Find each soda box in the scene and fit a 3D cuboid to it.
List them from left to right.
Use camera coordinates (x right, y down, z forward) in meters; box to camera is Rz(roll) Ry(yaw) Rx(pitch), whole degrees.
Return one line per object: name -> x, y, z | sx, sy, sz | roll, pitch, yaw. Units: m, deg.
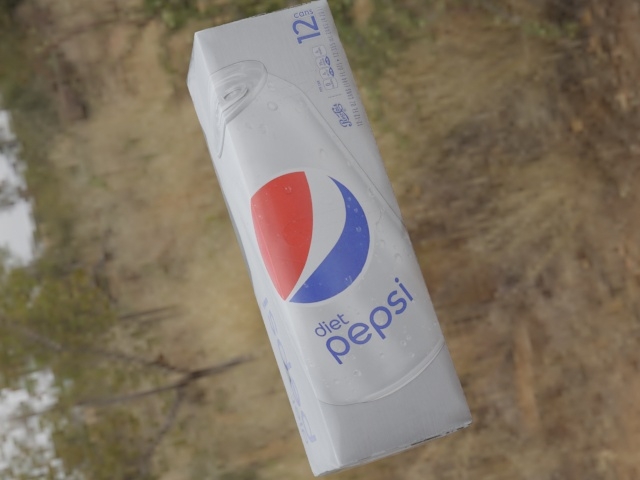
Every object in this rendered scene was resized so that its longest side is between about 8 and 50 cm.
soda box -> 0.000, 0.000, 0.951 | 0.098, 0.091, 0.286 | 128, 124, -75
